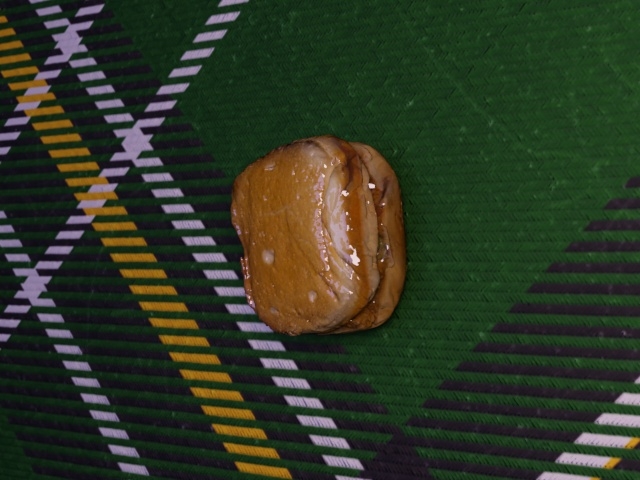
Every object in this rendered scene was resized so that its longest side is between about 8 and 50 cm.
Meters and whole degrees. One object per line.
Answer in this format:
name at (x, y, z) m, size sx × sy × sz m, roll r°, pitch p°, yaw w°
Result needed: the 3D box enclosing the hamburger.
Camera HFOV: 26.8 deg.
hamburger at (-0.003, -0.006, 2.082) m, size 0.284 × 0.174 × 0.304 m, roll -11°, pitch 78°, yaw 41°
